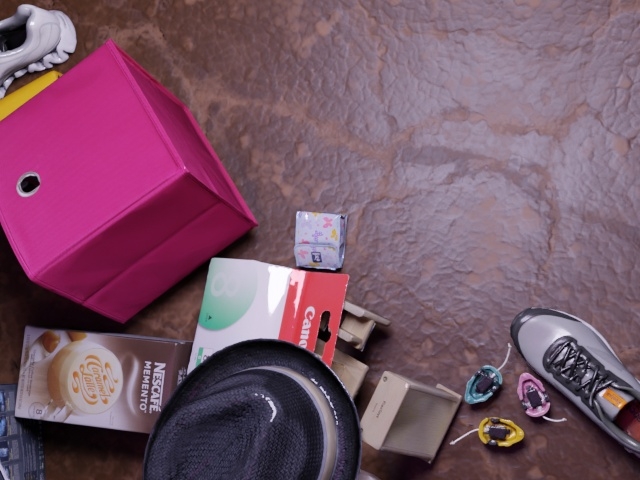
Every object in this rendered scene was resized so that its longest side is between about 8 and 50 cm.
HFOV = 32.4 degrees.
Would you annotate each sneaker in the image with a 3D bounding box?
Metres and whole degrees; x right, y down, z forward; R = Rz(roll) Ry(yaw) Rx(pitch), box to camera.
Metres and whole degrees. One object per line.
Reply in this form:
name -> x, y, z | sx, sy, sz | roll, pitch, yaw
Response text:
sneaker -> -0.532, -0.278, 1.747 | 0.292, 0.118, 0.110 | -36, 79, 9
sneaker -> 0.372, 0.186, 1.488 | 0.271, 0.108, 0.100 | 41, 97, 15

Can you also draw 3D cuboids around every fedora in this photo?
fedora -> -0.115, 0.285, 1.433 | 0.334, 0.152, 0.334 | -3, 80, 20

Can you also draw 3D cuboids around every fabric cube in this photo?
fabric cube -> -0.292, -0.077, 1.574 | 0.258, 0.259, 0.254 | -34, 65, 7

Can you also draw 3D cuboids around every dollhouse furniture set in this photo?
dollhouse furniture set -> 0.051, 0.209, 1.570 | 0.242, 0.161, 0.212 | 26, 91, 37

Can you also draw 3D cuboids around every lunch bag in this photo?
lunch bag -> 0.000, 0.000, 1.624 | 0.071, 0.053, 0.083 | 6, 95, 15

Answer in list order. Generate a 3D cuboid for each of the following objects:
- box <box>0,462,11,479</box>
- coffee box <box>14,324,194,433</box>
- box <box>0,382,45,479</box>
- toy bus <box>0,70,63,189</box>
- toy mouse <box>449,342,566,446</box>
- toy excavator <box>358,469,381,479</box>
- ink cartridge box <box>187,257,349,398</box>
box -> -0.652, 0.417, 1.476 | 0.472, 0.297, 0.480 | 51, 125, 30
coffee box -> -0.319, 0.207, 1.654 | 0.246, 0.098, 0.141 | 4, 86, 14
box -> -0.477, 0.330, 1.637 | 0.059, 0.183, 0.232 | -7, 84, 12
toy bus -> -0.452, -0.165, 1.707 | 0.333, 0.130, 0.108 | -27, 79, 10
toy mouse -> 0.264, 0.216, 1.549 | 0.161, 0.031, 0.143 | -1, 84, 13
toy excavator -> -0.128, 0.524, 1.536 | 0.433, 0.222, 0.445 | 5, 77, 13
ink cartridge box -> -0.078, 0.121, 1.553 | 0.225, 0.056, 0.181 | 2, 76, 40
